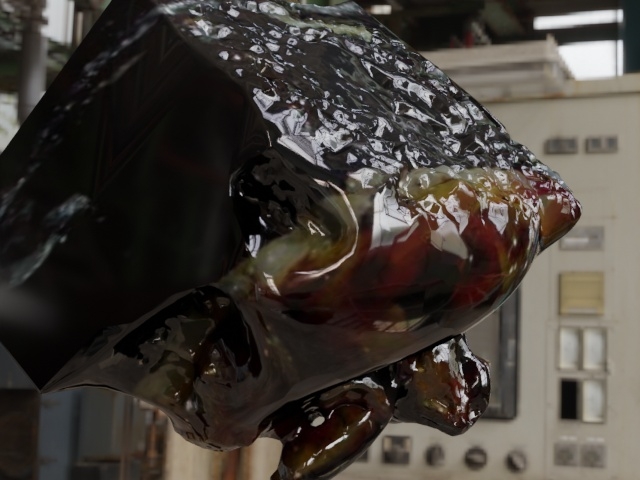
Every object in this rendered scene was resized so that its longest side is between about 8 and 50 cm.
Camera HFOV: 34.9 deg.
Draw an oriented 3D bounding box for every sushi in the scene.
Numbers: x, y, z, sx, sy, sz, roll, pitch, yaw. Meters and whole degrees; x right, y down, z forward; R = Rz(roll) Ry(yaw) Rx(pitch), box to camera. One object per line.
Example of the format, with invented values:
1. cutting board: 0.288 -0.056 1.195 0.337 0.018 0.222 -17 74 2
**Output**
1. sushi: 0.000 0.000 0.497 0.212 0.215 0.227 40 7 28

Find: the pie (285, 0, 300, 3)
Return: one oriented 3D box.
1. pie: -0.034 -0.137 0.825 0.071 0.306 0.306 -30 -16 14
